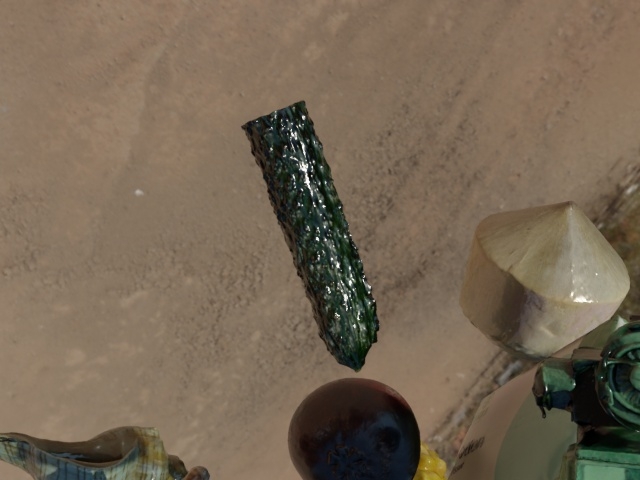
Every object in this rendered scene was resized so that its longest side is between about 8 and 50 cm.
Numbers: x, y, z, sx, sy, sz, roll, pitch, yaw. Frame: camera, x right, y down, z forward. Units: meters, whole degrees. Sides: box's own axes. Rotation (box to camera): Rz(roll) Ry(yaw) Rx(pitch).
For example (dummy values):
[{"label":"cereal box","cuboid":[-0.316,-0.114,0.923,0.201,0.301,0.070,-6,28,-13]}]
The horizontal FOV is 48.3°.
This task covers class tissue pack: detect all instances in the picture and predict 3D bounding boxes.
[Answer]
[{"label":"tissue pack","cuboid":[0.297,0.289,0.865,0.266,0.193,0.356,-58,178,-32]}]

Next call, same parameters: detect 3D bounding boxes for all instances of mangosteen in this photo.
[{"label":"mangosteen","cuboid":[0.064,0.353,1.287,0.235,0.235,0.261,-51,177,10]}]

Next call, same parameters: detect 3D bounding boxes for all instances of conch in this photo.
[{"label":"conch","cuboid":[-0.363,0.385,1.135,0.386,0.170,0.203,4,169,-27]}]

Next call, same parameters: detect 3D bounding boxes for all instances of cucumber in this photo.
[{"label":"cucumber","cuboid":[0.000,0.000,0.936,0.096,0.096,0.359,-24,97,-26]}]

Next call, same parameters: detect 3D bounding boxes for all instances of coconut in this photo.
[{"label":"coconut","cuboid":[0.420,0.061,1.361,0.328,0.329,0.329,-27,142,-23]}]

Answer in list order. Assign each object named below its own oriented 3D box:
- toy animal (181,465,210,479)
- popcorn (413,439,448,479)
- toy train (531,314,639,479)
[{"label":"toy animal","cuboid":[-0.172,0.374,0.787,0.185,0.184,0.104,-19,142,-38]},{"label":"popcorn","cuboid":[0.107,0.566,1.483,0.381,0.349,0.349,23,110,-32]},{"label":"toy train","cuboid":[0.273,0.127,0.444,0.115,0.269,0.154,-3,92,-69]}]
